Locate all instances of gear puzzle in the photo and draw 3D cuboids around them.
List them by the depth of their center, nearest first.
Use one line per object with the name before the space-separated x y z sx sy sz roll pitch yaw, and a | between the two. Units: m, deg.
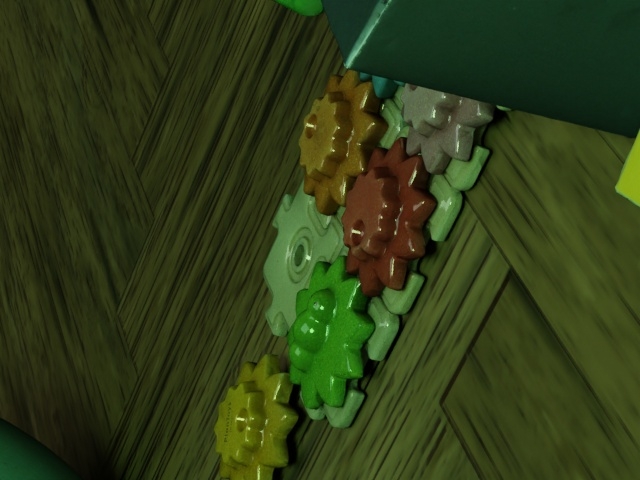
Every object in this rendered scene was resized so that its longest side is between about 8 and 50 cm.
gear puzzle | 0.000 0.000 0.983 0.339 0.044 0.175 -65 30 26

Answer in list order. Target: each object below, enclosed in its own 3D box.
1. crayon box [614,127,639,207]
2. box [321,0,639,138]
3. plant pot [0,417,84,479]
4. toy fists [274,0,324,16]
crayon box | 0.228 -0.121 0.538 0.203 0.083 0.323 47 121 59
box | 0.074 -0.161 0.781 0.108 0.153 0.207 -59 32 35
plant pot | -0.238 0.246 1.185 0.290 0.195 0.290 -36 48 54
toy fists | 0.019 -0.257 0.919 0.096 0.142 0.279 9 76 56
